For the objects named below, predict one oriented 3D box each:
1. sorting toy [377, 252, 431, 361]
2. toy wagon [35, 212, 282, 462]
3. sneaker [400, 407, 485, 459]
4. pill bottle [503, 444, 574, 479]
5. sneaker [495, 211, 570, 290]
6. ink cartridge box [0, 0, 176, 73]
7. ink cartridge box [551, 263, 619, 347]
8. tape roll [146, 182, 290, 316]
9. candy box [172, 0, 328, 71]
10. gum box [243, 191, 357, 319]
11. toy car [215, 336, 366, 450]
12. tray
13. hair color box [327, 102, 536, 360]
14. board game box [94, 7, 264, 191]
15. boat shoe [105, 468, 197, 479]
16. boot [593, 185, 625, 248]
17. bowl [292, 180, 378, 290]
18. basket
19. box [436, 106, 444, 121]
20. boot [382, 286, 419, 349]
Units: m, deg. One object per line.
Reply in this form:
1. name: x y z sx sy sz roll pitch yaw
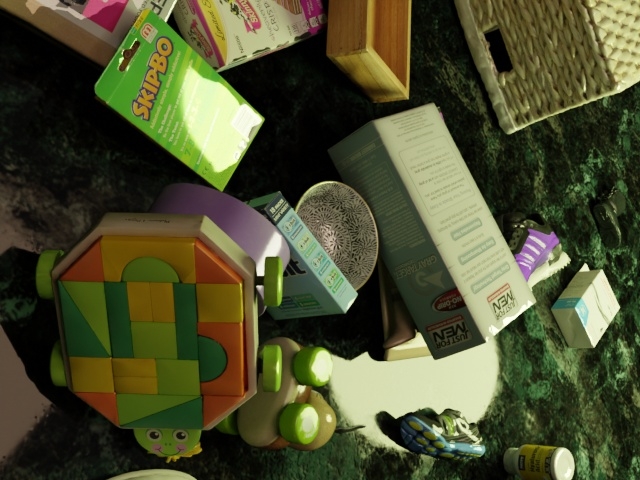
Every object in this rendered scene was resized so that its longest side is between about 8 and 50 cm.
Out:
1. sorting toy: 0.169 0.096 1.344 0.193 0.038 0.208 0 87 -40
2. toy wagon: -0.178 0.132 0.907 0.068 0.267 0.344 -88 180 -65
3. sneaker: 0.202 0.320 1.323 0.188 0.067 0.078 23 48 -34
4. pill bottle: 0.395 0.406 1.427 0.065 0.116 0.065 8 77 -39
5. sneaker: 0.353 0.026 1.475 0.293 0.102 0.146 -25 95 -45
6. ink cartridge box: -0.268 -0.341 0.957 0.193 0.088 0.234 27 88 -33
7. ink cartridge box: 0.569 0.133 1.657 0.180 0.060 0.104 -41 109 -37
8. tape roll: -0.139 0.016 0.989 0.189 0.189 0.080 41 58 -28
9. candy box: -0.105 -0.352 1.157 0.233 0.071 0.159 -32 104 -38
10. gum box: -0.059 0.027 1.076 0.184 0.157 0.041 52 54 -21
11. toy car: -0.023 0.229 1.087 0.188 0.155 0.149 34 62 -42
12. tray: 0.086 -0.458 1.290 0.203 0.076 0.411 27 64 -63
13. hair color box: 0.182 -0.021 1.261 0.185 0.113 0.374 -25 87 -47
14. board game box: -0.179 -0.175 1.013 0.124 0.039 0.259 -61 145 -8
15. boat shoe: -0.268 0.372 0.904 0.319 0.116 0.099 -23 141 -47
16. boot: 0.668 -0.055 1.787 0.099 0.045 0.121 -35 105 -42
17. bowl: 0.000 0.000 1.182 0.170 0.080 0.170 7 79 -40
18. basket: 0.491 -0.433 1.553 0.331 0.266 0.328 -30 102 -41
19. box: 0.195 -0.150 1.408 0.116 0.029 0.162 -23 99 -41
20. boot: 0.132 0.117 1.264 0.118 0.042 0.087 -21 95 -40
